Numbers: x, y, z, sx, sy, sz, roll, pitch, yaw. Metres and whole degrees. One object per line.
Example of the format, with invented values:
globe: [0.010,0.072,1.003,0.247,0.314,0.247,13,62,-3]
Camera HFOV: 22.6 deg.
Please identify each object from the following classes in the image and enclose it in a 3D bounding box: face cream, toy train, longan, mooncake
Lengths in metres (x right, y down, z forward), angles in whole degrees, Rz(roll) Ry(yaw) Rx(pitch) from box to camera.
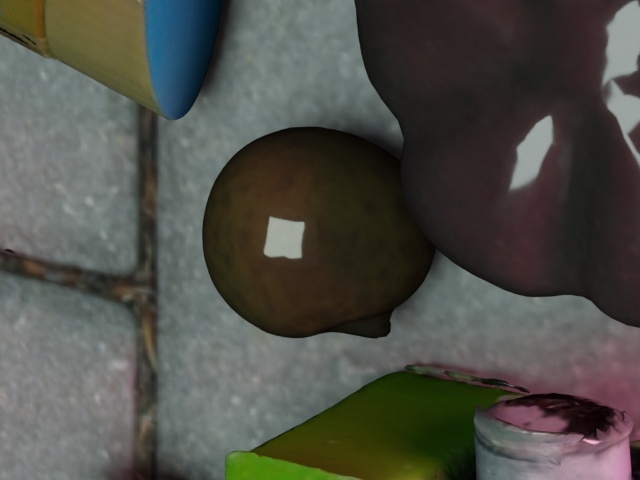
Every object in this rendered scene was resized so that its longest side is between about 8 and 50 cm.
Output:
face cream: [-0.167,-0.178,0.793,0.285,0.067,0.139,29,121,19]
toy train: [0.067,0.205,0.733,0.248,0.173,0.307,8,110,37]
longan: [0.000,0.000,0.744,0.113,0.092,0.113,2,116,4]
mooncake: [0.134,-0.080,0.622,0.245,0.133,0.245,10,107,34]
